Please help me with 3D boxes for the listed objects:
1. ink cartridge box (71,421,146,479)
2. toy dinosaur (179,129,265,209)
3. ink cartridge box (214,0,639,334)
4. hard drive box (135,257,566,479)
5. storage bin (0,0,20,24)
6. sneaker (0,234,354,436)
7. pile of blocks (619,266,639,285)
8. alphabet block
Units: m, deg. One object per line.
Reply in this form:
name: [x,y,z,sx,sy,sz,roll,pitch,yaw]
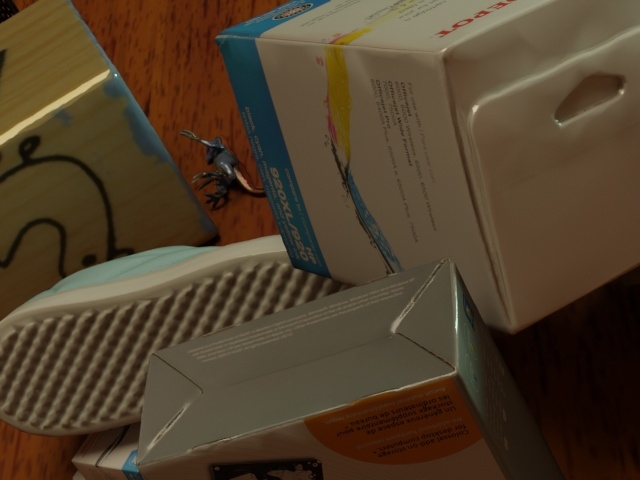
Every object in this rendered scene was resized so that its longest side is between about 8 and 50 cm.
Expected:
ink cartridge box: [-0.144,0.152,1.218,0.083,0.028,0.048,2,46,37]
toy dinosaur: [-0.081,-0.061,1.441,0.090,0.047,0.082,15,36,3]
ink cartridge box: [0.086,-0.070,0.996,0.171,0.168,0.233,-27,22,-26]
hard drive box: [0.033,0.141,0.936,0.181,0.232,0.089,-18,38,16]
storage bin: [-0.326,-0.149,1.575,0.084,0.180,0.122,5,48,39]
sneaker: [-0.058,0.047,1.204,0.366,0.135,0.150,-4,20,14]
pile of blocks: [0.230,-0.106,1.176,0.113,0.149,0.362,-19,49,38]
alphabet block: [-0.233,-0.058,1.397,0.197,0.192,0.193,-33,34,-3]
